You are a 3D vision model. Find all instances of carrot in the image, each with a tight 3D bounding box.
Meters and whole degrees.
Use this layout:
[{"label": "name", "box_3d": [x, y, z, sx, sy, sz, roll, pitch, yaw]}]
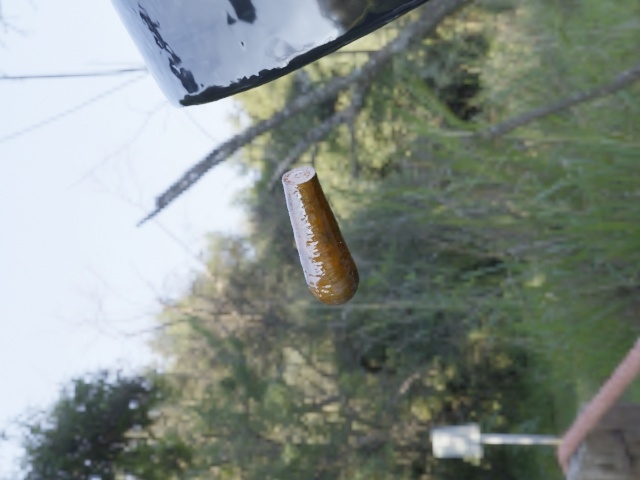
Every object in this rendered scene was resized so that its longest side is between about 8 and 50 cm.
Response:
[{"label": "carrot", "box_3d": [0.000, 0.000, 0.699, 0.032, 0.032, 0.093, -79, -24, -52]}]

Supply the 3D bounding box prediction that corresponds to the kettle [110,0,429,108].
[{"label": "kettle", "box_3d": [-0.046, -0.228, 0.493, 0.290, 0.207, 0.268, 59, 178, -14]}]
